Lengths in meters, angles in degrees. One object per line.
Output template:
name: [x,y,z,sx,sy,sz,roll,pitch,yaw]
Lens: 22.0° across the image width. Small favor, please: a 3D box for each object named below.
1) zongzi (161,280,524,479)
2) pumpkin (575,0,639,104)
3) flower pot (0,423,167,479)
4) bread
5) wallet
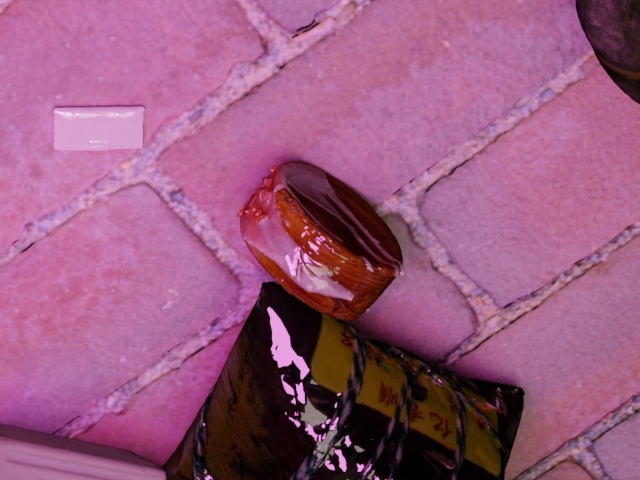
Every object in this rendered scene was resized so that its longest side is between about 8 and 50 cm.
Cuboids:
zongzi: [0.057,0.254,1.578,0.383,0.362,0.319,11,128,-19]
pumpkin: [0.371,-0.237,1.449,0.300,0.207,0.300,-12,130,-15]
flower pot: [-0.272,0.298,1.602,0.189,0.239,0.209,13,146,-23]
bread: [0.000,0.000,1.529,0.160,0.160,0.073,26,115,-27]
wallet: [-0.201,-0.102,1.497,0.083,0.011,0.044,-2,121,-14]
